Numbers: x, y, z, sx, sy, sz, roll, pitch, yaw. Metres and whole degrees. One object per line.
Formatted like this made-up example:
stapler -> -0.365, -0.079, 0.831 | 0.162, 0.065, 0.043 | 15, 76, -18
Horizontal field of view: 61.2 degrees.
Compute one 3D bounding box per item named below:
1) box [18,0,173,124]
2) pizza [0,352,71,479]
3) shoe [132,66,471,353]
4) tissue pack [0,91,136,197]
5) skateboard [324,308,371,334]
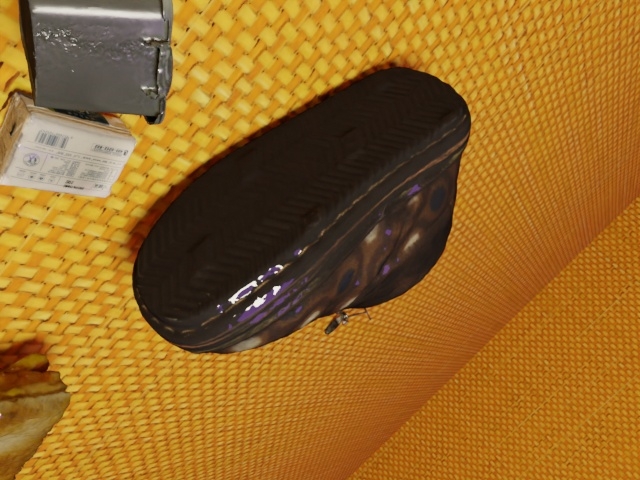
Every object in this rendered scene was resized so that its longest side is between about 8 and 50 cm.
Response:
box -> -0.134, -0.127, 0.311 | 0.069, 0.122, 0.084 | -8, 137, -28
pizza -> -0.393, 0.190, 0.452 | 0.258, 0.087, 0.268 | -47, 150, 18
shoe -> 0.000, 0.000, 0.586 | 0.384, 0.171, 0.237 | -40, 148, -20
tissue pack -> -0.188, -0.067, 0.397 | 0.083, 0.042, 0.062 | 6, 125, -54
skateboard -> 0.052, 0.148, 1.003 | 0.083, 0.032, 0.064 | -7, 146, -44
